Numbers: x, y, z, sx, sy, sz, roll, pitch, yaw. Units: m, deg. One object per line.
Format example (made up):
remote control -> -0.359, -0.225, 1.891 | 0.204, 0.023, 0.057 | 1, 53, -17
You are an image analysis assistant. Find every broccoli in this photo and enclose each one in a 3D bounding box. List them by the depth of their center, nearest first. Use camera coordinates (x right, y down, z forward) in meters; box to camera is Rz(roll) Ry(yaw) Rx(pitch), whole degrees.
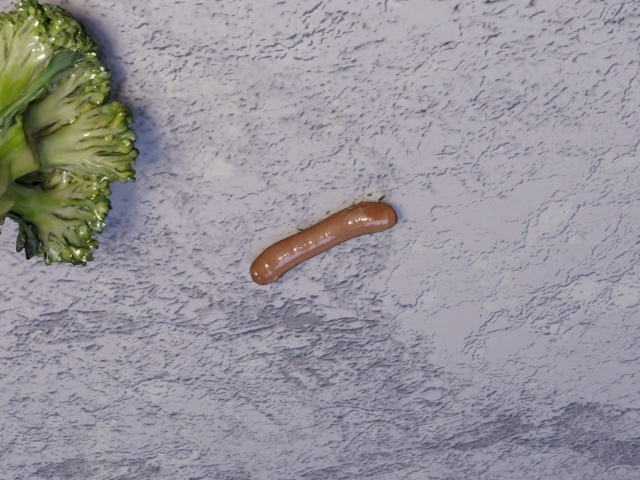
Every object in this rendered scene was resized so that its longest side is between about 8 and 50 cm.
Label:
broccoli -> -0.307, -0.078, 0.743 | 0.221, 0.361, 0.251 | -10, 94, 11

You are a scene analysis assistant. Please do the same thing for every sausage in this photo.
sausage -> 0.000, 0.000, 1.038 | 0.186, 0.043, 0.043 | -26, 129, 16
